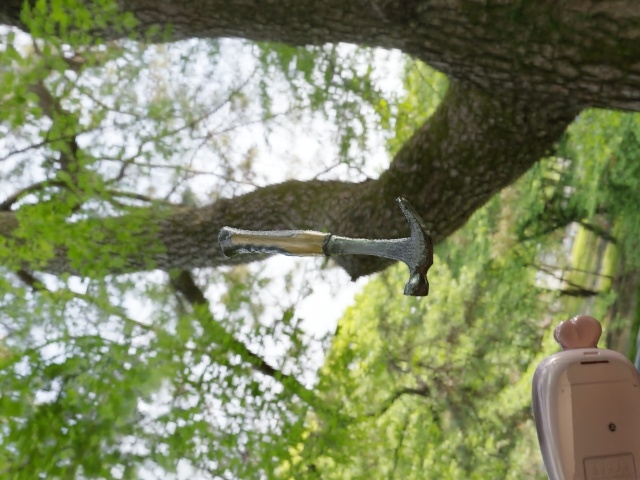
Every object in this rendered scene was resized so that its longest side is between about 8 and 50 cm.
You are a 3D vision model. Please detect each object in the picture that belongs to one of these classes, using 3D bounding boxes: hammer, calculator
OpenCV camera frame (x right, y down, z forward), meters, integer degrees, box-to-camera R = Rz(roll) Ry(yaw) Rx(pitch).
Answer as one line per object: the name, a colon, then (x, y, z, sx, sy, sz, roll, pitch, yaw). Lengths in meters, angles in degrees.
hammer: (0.000, 0.000, 0.680, 0.021, 0.201, 0.078, 6, -92, -62)
calculator: (0.212, 0.139, 0.623, 0.024, 0.103, 0.166, 144, 123, -65)
